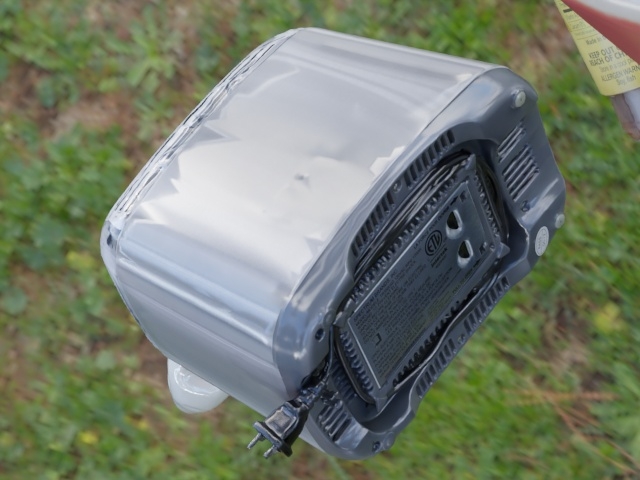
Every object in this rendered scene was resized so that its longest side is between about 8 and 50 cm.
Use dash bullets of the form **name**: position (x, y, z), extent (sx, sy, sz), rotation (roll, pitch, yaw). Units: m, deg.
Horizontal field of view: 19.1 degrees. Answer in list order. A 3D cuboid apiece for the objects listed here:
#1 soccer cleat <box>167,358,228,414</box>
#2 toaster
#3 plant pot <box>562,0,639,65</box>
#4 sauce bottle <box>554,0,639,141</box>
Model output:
- **soccer cleat**: position (-0.059, 0.021, 1.243), extent (0.068, 0.076, 0.196), rotation (22, 65, -7)
- **toaster**: position (0.000, 0.000, 0.906), extent (0.146, 0.129, 0.227), rotation (23, 64, 37)
- **plant pot**: position (0.158, -0.126, 0.436), extent (0.275, 0.243, 0.275), rotation (-4, 84, 37)
- **sauce bottle**: position (0.150, -0.228, 1.085), extent (0.111, 0.111, 0.344), rotation (-23, 99, 19)
